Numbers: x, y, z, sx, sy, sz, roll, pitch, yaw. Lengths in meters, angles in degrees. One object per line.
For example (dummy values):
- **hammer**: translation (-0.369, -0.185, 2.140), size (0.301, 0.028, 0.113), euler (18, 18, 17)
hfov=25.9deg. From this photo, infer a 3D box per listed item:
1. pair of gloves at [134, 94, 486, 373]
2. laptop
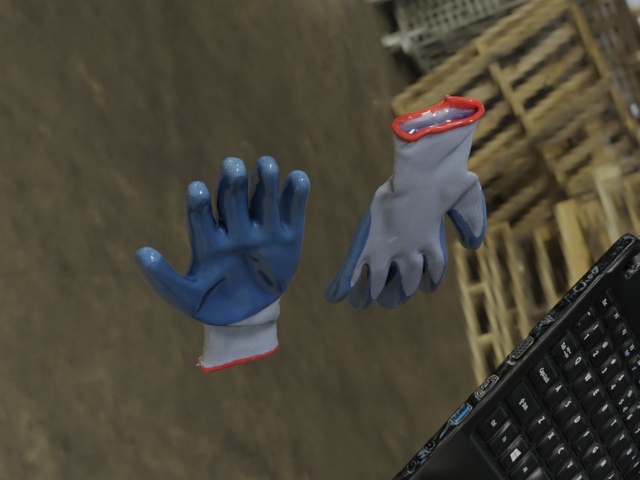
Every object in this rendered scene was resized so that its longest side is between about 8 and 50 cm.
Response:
- **pair of gloves**: translation (0.000, 0.000, 0.716), size (0.159, 0.198, 0.023), euler (96, -27, -49)
- **laptop**: translation (0.183, 0.111, 0.587), size (0.136, 0.264, 0.234), euler (36, -13, 44)
